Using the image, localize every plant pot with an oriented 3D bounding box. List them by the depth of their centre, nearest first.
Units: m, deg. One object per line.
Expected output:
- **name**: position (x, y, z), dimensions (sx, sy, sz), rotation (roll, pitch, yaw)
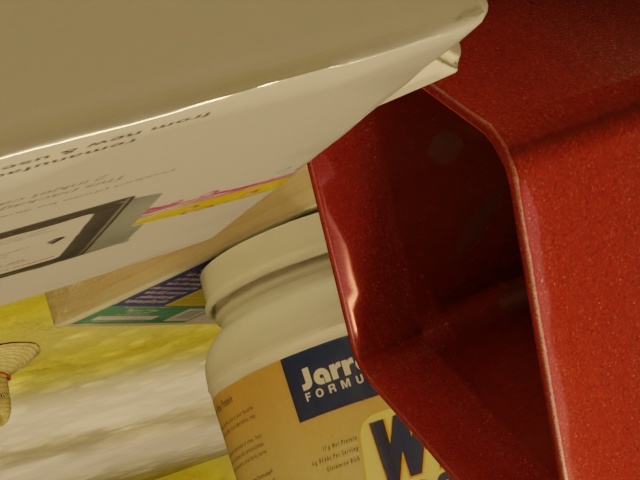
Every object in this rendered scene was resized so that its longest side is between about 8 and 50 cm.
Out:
- **plant pot**: position (0.149, -0.025, 0.861), dimensions (0.236, 0.267, 0.267), rotation (-23, -148, -14)

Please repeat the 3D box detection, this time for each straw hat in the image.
- **straw hat**: position (-0.317, 0.146, 1.598), dimensions (0.144, 0.061, 0.144), rotation (-18, 168, -4)

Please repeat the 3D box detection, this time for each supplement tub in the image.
- **supplement tub**: position (0.047, 0.145, 1.257), dimensions (0.228, 0.316, 0.228), rotation (-18, 168, -4)

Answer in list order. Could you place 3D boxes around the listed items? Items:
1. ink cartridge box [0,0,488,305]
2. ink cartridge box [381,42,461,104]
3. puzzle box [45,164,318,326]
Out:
- **ink cartridge box**: position (-0.117, -0.087, 0.442), dimensions (0.197, 0.198, 0.270), rotation (-16, 176, -17)
- **ink cartridge box**: position (-0.069, -0.099, 0.651), dimensions (0.203, 0.148, 0.086), rotation (-23, 165, 20)
- **puzzle box**: position (0.000, 0.000, 1.426), dimensions (0.272, 0.052, 0.409), rotation (-24, 166, 28)
